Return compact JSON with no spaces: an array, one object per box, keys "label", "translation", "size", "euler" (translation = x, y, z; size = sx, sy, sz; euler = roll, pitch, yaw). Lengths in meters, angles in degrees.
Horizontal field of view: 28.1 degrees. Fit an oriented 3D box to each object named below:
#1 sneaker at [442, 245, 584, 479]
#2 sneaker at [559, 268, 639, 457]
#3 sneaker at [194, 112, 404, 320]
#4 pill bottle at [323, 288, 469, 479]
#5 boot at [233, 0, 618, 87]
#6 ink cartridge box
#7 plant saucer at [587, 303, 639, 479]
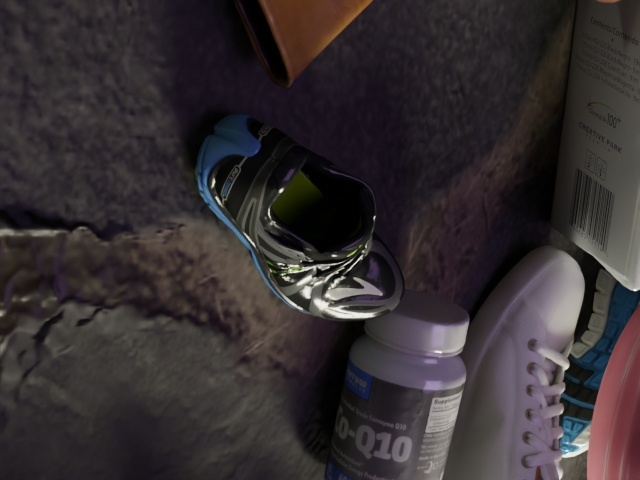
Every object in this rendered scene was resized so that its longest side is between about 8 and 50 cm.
[{"label":"sneaker","translation":[0.150,0.151,0.936],"size":[0.106,0.123,0.290],"euler":[27,86,-50]},{"label":"sneaker","translation":[0.245,0.100,1.068],"size":[0.191,0.071,0.083],"euler":[-59,147,-9]},{"label":"sneaker","translation":[0.000,0.000,0.717],"size":[0.067,0.078,0.188],"euler":[-57,142,-12]},{"label":"pill bottle","translation":[0.051,0.106,0.831],"size":[0.078,0.078,0.137],"euler":[-7,113,-48]},{"label":"boot","translation":[0.075,-0.177,0.704],"size":[0.280,0.096,0.264],"euler":[-47,138,-23]},{"label":"ink cartridge box","translation":[0.344,-0.123,0.914],"size":[0.309,0.130,0.272],"euler":[-4,114,-17]},{"label":"plant saucer","translation":[0.315,0.156,1.037],"size":[0.332,0.084,0.332],"euler":[-13,108,-45]}]
